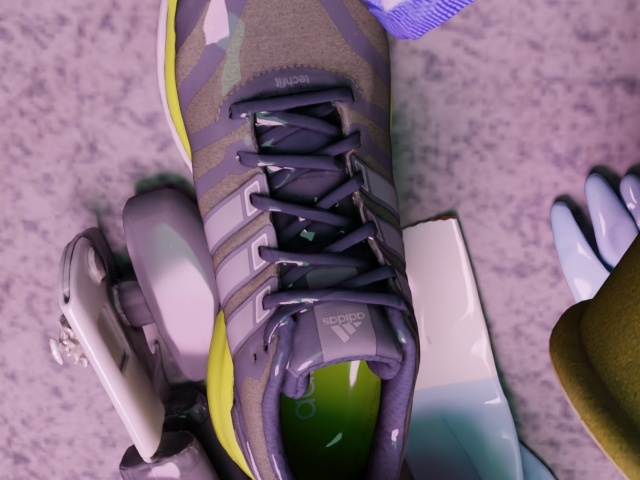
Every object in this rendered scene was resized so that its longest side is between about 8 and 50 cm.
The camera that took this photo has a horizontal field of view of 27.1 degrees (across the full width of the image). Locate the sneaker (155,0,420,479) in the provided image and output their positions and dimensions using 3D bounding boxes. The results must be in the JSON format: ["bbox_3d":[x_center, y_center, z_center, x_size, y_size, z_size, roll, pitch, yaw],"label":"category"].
[{"bbox_3d":[0.000,0.000,0.580,0.111,0.121,0.299,-13,113,-13],"label":"sneaker"}]

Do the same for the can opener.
[{"bbox_3d":[-0.062,0.110,0.695,0.093,0.074,0.280,-13,117,11],"label":"can opener"}]

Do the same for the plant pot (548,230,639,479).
[{"bbox_3d":[0.326,-0.023,0.456,0.367,0.366,0.353,25,106,-8],"label":"plant pot"}]

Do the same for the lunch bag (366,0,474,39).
[{"bbox_3d":[0.054,-0.292,0.371,0.385,0.239,0.328,-42,109,16],"label":"lunch bag"}]

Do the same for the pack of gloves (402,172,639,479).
[{"bbox_3d":[0.126,0.084,0.680,0.195,0.046,0.232,-19,116,16],"label":"pack of gloves"}]
